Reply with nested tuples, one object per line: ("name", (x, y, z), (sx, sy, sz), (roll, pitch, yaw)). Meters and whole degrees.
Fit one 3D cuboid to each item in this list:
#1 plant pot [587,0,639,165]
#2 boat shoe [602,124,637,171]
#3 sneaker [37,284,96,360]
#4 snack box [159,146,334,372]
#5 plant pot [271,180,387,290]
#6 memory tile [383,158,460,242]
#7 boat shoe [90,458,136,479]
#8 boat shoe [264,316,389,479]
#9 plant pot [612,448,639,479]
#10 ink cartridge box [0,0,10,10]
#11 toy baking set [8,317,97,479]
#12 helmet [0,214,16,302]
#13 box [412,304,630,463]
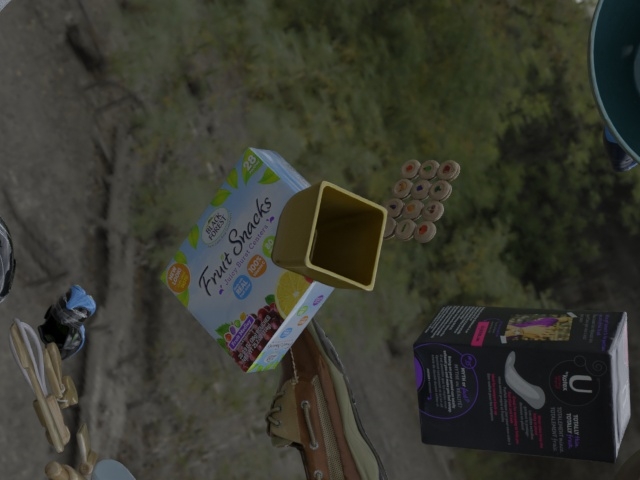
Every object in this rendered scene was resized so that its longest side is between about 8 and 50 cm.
("plant pot", (0.417, -0.192, 1.160), (0.195, 0.290, 0.290), (-35, 103, -84))
("boat shoe", (0.513, -0.185, 1.719), (0.109, 0.258, 0.089), (24, -49, 44))
("sneaker", (-0.384, 0.128, 1.607), (0.067, 0.078, 0.188), (47, -34, 6))
("snack box", (-0.071, 0.023, 1.302), (0.174, 0.207, 0.070), (45, 19, 24))
("plant pot", (0.000, 0.000, 1.018), (0.081, 0.083, 0.081), (22, 72, -34))
("memory tile", (0.153, -0.065, 1.738), (0.012, 0.113, 0.148), (40, 65, -43))
("boat shoe", (-0.256, 0.389, 1.500), (0.183, 0.065, 0.083), (44, -49, 31))
("boat shoe", (-0.012, 0.232, 1.429), (0.122, 0.119, 0.324), (97, -30, -72))
("plant pot", (0.557, 0.366, 1.332), (0.280, 0.323, 0.323), (-46, -121, 59))
("ink cartridge box", (-0.471, -0.412, 1.183), (0.309, 0.130, 0.272), (53, 15, 5))
("toy baking set", (-0.297, 0.190, 1.202), (0.256, 0.030, 0.197), (82, -12, -70))
("helmet", (-0.492, 0.013, 1.438), (0.169, 0.169, 0.162), (-96, 176, -62))
("box", (0.280, 0.192, 1.514), (0.143, 0.270, 0.165), (-40, 127, -59))
